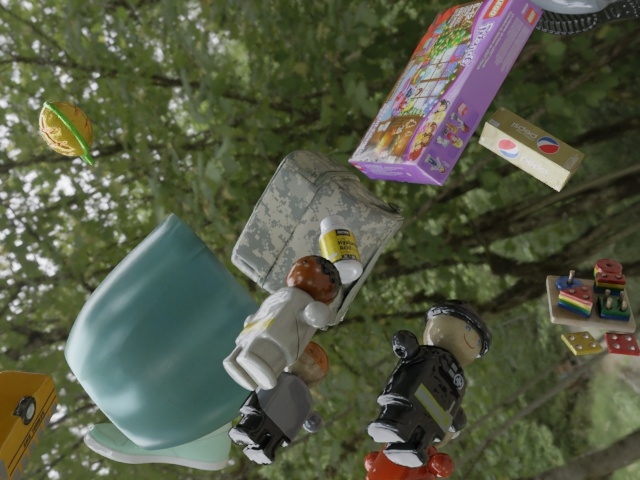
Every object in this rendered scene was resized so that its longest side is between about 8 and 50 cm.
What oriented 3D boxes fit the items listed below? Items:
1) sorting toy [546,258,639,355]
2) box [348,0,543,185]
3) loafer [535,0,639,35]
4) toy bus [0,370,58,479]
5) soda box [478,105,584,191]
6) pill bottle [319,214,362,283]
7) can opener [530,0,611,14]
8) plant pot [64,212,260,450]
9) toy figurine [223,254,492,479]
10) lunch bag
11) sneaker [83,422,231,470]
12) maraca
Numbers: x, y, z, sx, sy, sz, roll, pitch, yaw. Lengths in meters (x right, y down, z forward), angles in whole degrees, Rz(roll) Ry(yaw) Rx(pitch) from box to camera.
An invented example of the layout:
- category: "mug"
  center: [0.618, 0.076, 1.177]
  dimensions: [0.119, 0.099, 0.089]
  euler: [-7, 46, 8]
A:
- category: "sorting toy"
  center: [0.455, 0.096, 1.245]
  dimensions: [0.274, 0.132, 0.046]
  euler: [-68, -18, -58]
- category: "box"
  center: [0.177, -0.221, 1.093]
  dimensions: [0.057, 0.293, 0.201]
  euler: [34, 172, -25]
- category: "loafer"
  center: [0.406, -0.361, 1.087]
  dimensions: [0.080, 0.220, 0.078]
  euler: [38, -122, -53]
- category: "toy bus"
  center: [-0.602, 0.381, 1.355]
  dimensions: [0.332, 0.108, 0.130]
  euler: [-79, -6, -55]
- category: "soda box"
  center: [0.392, -0.171, 1.382]
  dimensions: [0.181, 0.058, 0.061]
  euler: [36, 151, 18]
- category: "pill bottle"
  center: [0.033, 0.014, 1.327]
  dimensions: [0.065, 0.065, 0.116]
  euler: [50, -159, -51]
- category: "can opener"
  center: [0.163, -0.284, 0.678]
  dimensions: [0.074, 0.093, 0.280]
  euler: [34, -173, -40]
- category: "plant pot"
  center: [-0.206, 0.146, 1.036]
  dimensions: [0.293, 0.235, 0.293]
  euler: [48, 169, 13]
- category: "toy figurine"
  center: [0.030, 0.126, 0.654]
  dimensions: [0.148, 0.210, 0.213]
  euler: [-53, -25, -37]
- category: "lunch bag"
  center: [0.000, 0.000, 1.534]
  dimensions: [0.256, 0.305, 0.213]
  euler: [37, -165, 19]
- category: "sneaker"
  center: [-0.280, 0.312, 1.312]
  dimensions: [0.094, 0.256, 0.151]
  euler: [-123, 43, -76]
- category: "maraca"
  center: [-0.537, -0.227, 1.584]
  dimensions: [0.127, 0.099, 0.185]
  euler: [44, 163, 16]
